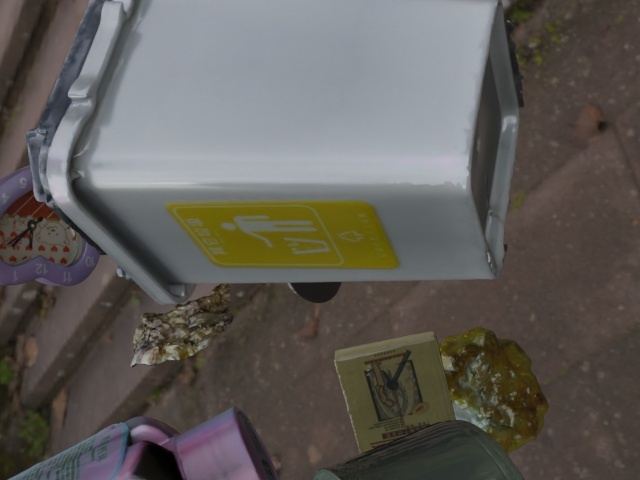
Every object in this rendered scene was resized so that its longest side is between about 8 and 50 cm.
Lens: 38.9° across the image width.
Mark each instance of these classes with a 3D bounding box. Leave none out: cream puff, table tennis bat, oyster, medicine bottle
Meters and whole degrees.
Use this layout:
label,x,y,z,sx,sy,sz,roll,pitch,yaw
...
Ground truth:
label,x,y,z,sx,sy,sz,roll,pitch,yaw
cream puff,0.289,0.305,1.744,0.185,0.281,0.282,152,125,-64
table tennis bat,0.000,0.000,1.722,0.022,0.138,0.247,-16,54,50
oyster,-0.280,0.173,1.801,0.223,0.214,0.083,-87,-23,-68
medicine bottle,-0.125,0.191,0.626,0.188,0.119,0.094,-27,18,-1

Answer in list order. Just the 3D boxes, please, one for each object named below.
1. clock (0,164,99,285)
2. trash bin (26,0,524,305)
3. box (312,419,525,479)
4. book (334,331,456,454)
label,x,y,z,sx,sy,sz,roll,pitch,yaw
clock,-0.404,-0.022,1.266,0.064,0.198,0.172,-3,86,40
trash bin,-0.021,-0.105,0.781,0.367,0.256,0.296,3,62,21
box,0.104,0.296,0.848,0.226,0.149,0.226,162,90,-72
book,0.122,0.258,1.391,0.026,0.161,0.231,-86,-19,-68
